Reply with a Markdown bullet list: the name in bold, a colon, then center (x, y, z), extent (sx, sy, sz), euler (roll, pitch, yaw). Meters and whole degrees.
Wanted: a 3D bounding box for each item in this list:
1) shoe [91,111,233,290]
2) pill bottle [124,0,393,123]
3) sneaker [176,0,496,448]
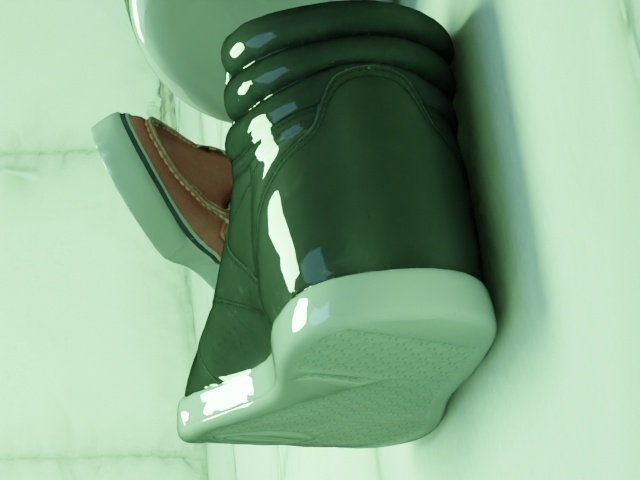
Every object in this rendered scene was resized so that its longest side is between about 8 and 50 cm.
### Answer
- **shoe**: center (-0.032, -0.023, 0.869), extent (0.063, 0.081, 0.178), euler (65, -171, 29)
- **pill bottle**: center (-0.037, -0.128, 0.933), extent (0.215, 0.117, 0.117), euler (-118, 26, -74)
- **sneaker**: center (0.000, 0.000, 0.785), extent (0.296, 0.104, 0.147), euler (124, 144, -69)
